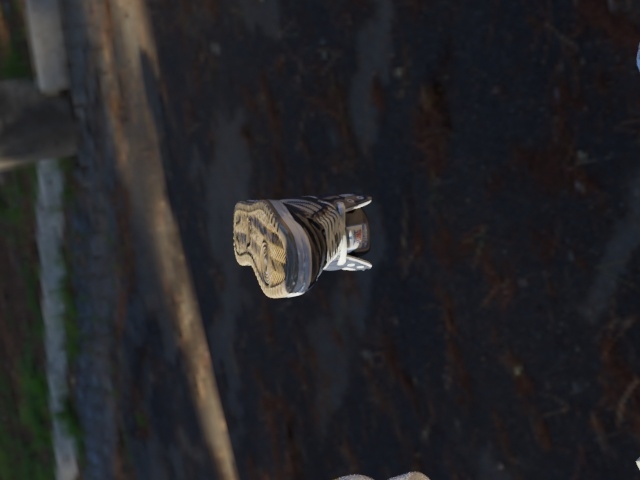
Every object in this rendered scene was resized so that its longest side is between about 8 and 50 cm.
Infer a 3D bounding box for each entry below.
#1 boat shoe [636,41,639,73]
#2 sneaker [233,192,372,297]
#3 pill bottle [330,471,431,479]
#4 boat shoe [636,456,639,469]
[{"bbox_3d":[0.455,-0.212,1.294,0.094,0.302,0.109,69,-172,-54],"label":"boat shoe"},{"bbox_3d":[0.000,0.000,1.485,0.282,0.153,0.099,-149,60,-74],"label":"sneaker"},{"bbox_3d":[0.003,0.423,1.812,0.334,0.188,0.188,-23,75,25],"label":"pill bottle"},{"bbox_3d":[0.244,0.135,0.606,0.079,0.254,0.095,-53,25,7],"label":"boat shoe"}]
